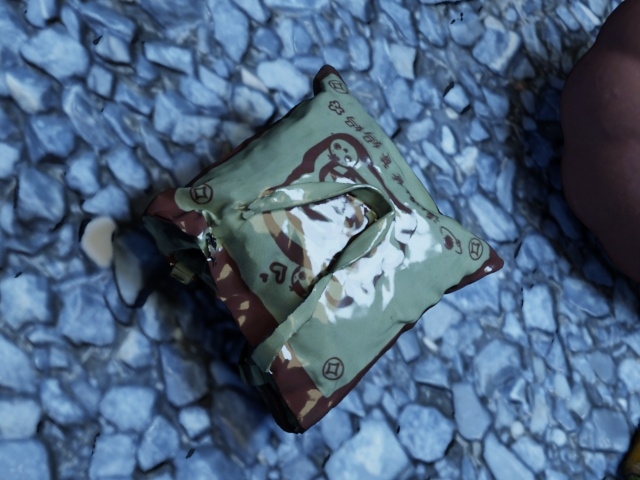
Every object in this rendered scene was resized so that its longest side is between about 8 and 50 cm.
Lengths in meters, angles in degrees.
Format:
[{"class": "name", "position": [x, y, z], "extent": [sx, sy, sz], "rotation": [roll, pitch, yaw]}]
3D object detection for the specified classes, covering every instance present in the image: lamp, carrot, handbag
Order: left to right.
[{"class": "handbag", "position": [0.000, 0.000, 1.356], "extent": [0.235, 0.127, 0.213], "rotation": [-39, 93, -30]}, {"class": "carrot", "position": [0.286, 0.177, 1.551], "extent": [0.032, 0.032, 0.093], "rotation": [43, 45, -13]}, {"class": "lamp", "position": [0.360, -0.094, 1.596], "extent": [0.305, 0.239, 0.305], "rotation": [0, 96, -1]}]
